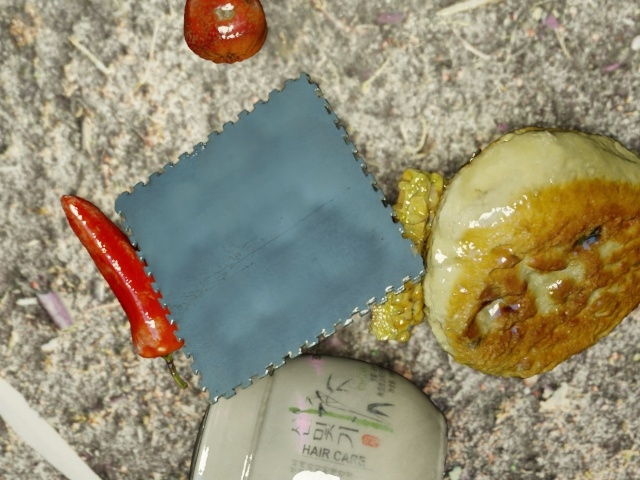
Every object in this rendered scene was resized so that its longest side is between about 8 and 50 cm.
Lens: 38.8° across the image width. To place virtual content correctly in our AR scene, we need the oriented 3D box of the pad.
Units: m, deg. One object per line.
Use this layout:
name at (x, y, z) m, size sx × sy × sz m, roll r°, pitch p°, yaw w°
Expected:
pad at (-0.062, -0.006, 0.944) m, size 0.270 × 0.012 × 0.268 m, roll -31°, pitch 70°, yaw 10°

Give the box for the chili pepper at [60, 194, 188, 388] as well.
chili pepper at (-0.207, 0.057, 1.019) m, size 0.063 × 0.071 × 0.272 m, roll -25°, pitch 110°, yaw 2°

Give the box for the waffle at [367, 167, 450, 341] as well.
waffle at (0.098, 0.020, 0.982) m, size 0.046 × 0.161 × 0.191 m, roll 23°, pitch 89°, yaw 27°

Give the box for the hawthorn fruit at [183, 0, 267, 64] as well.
hawthorn fruit at (-0.096, -0.224, 0.911) m, size 0.093 × 0.093 × 0.093 m, roll -1°, pitch 113°, yaw -3°

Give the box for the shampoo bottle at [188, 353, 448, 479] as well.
shampoo bottle at (-0.010, 0.261, 1.009) m, size 0.267 × 0.273 × 0.272 m, roll 13°, pitch 111°, yaw -1°

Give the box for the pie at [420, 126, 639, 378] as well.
pie at (0.245, 0.023, 0.985) m, size 0.315 × 0.092 × 0.315 m, roll -12°, pitch 122°, yaw -19°

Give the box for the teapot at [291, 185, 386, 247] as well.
teapot at (0.004, 0.005, 0.995) m, size 0.149 × 0.111 × 0.108 m, roll -16°, pitch 128°, yaw -3°
